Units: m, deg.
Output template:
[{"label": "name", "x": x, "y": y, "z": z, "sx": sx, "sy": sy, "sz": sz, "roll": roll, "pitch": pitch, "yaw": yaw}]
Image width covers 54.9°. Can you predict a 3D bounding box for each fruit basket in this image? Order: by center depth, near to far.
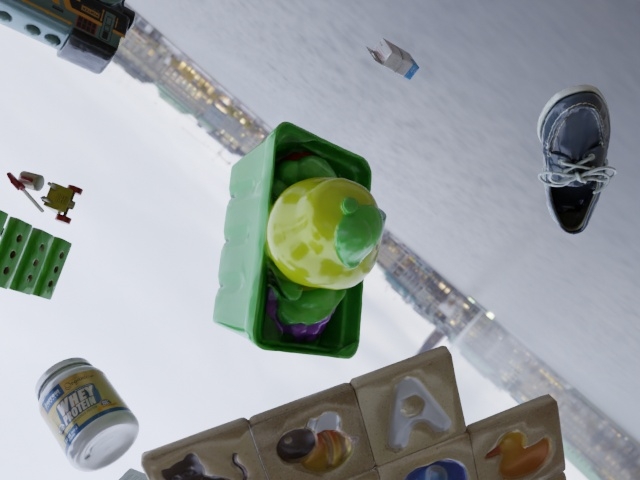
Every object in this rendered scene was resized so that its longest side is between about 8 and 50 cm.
[{"label": "fruit basket", "x": 0.000, "y": 0.000, "z": 0.989, "sx": 0.283, "sy": 0.392, "sz": 0.392, "roll": 17, "pitch": -160, "yaw": -44}]

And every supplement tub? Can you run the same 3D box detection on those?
[{"label": "supplement tub", "x": -0.474, "y": 0.346, "z": 1.240, "sx": 0.200, "sy": 0.144, "sz": 0.144, "roll": 39, "pitch": -177, "yaw": 32}]

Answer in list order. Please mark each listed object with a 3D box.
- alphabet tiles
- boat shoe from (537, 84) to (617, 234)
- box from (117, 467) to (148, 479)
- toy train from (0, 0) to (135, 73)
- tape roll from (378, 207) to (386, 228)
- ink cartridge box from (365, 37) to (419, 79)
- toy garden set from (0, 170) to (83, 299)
[{"label": "alphabet tiles", "x": 0.030, "y": 0.234, "z": 0.387, "sx": 0.011, "sy": 0.285, "sz": 0.342, "roll": -123, "pitch": 17, "yaw": -66}, {"label": "boat shoe", "x": 0.337, "y": -0.097, "z": 0.821, "sx": 0.254, "sy": 0.095, "sz": 0.079, "roll": 68, "pitch": -160, "yaw": -56}, {"label": "box", "x": -0.299, "y": 0.486, "z": 0.982, "sx": 0.182, "sy": 0.181, "sz": 0.119, "roll": 0, "pitch": 115, "yaw": 39}, {"label": "toy train", "x": -0.521, "y": -0.463, "z": 1.177, "sx": 0.334, "sy": 0.190, "sz": 0.142, "roll": 22, "pitch": 151, "yaw": -36}, {"label": "tape roll", "x": -0.009, "y": -0.057, "z": 1.438, "sx": 0.321, "sy": 0.077, "sz": 0.321, "roll": 11, "pitch": -164, "yaw": -3}, {"label": "ink cartridge box", "x": 0.119, "y": -0.304, "z": 1.021, "sx": 0.083, "sy": 0.028, "sz": 0.048, "roll": 15, "pitch": -142, "yaw": -37}, {"label": "toy garden set", "x": -0.481, "y": -0.022, "z": 0.993, "sx": 0.049, "sy": 0.203, "sz": 0.244, "roll": 15, "pitch": 168, "yaw": 8}]
